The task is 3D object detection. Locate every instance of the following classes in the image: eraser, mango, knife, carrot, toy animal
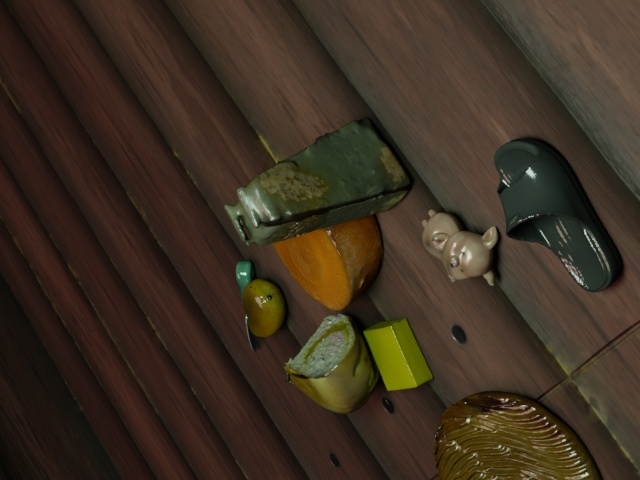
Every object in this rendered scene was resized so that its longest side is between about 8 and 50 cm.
[{"bbox_3d":[0.138,0.204,1.924,0.097,0.045,0.122,-22,92,59],"label":"eraser"},{"bbox_3d":[-0.119,0.145,2.249,0.103,0.076,0.161,40,145,24],"label":"mango"},{"bbox_3d":[-0.153,0.155,2.331,0.063,0.034,0.260,-83,-10,-54],"label":"knife"},{"bbox_3d":[0.000,0.000,1.955,0.258,0.100,0.307,61,158,2],"label":"carrot"},{"bbox_3d":[0.210,0.005,1.642,0.150,0.089,0.083,40,162,31],"label":"toy animal"}]

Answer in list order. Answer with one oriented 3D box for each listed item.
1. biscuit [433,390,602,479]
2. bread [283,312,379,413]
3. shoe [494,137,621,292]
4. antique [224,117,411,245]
[{"bbox_3d":[0.313,0.391,1.734,0.317,0.040,0.318,22,124,37],"label":"biscuit"},{"bbox_3d":[0.034,0.241,2.026,0.156,0.158,0.260,49,164,-22],"label":"bread"},{"bbox_3d":[0.303,-0.027,1.450,0.241,0.093,0.108,57,150,10],"label":"shoe"},{"bbox_3d":[-0.013,-0.079,1.711,0.150,0.284,0.125,59,149,11],"label":"antique"}]
